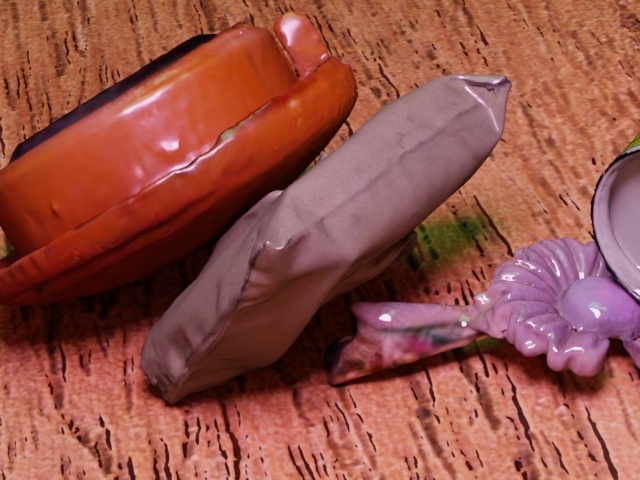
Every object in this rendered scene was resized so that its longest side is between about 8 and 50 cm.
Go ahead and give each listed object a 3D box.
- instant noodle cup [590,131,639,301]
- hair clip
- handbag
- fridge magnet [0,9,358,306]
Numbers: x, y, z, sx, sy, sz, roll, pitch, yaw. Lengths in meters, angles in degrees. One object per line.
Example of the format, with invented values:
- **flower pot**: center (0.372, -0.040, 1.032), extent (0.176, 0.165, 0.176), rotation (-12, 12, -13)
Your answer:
- **instant noodle cup**: center (0.327, -0.052, 1.487), extent (0.207, 0.207, 0.233), rotation (16, 35, 35)
- **hair clip**: center (0.149, 0.061, 1.479), extent (0.300, 0.069, 0.173), rotation (-7, 35, 0)
- **handbag**: center (0.000, 0.000, 1.492), extent (0.316, 0.109, 0.253), rotation (-41, -1, -44)
- **fridge magnet**: center (-0.136, -0.062, 1.588), extent (0.364, 0.155, 0.363), rotation (-31, 7, 4)
